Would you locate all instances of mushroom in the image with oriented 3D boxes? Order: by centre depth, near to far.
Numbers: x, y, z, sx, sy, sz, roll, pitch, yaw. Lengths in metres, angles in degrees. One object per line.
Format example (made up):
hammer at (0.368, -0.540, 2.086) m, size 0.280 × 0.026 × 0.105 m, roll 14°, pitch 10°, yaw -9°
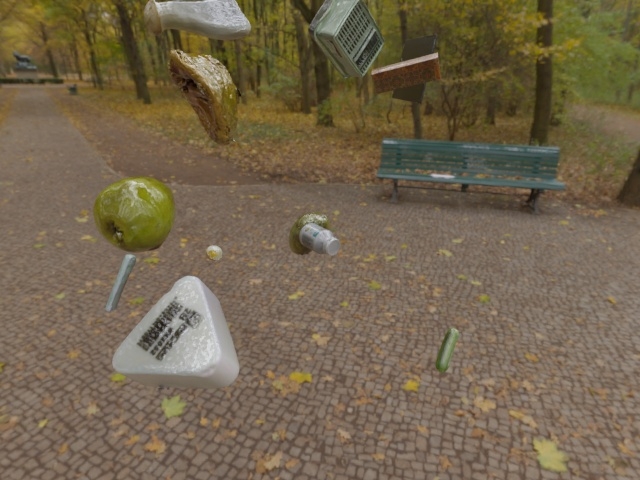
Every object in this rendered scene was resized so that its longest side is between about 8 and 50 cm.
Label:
mushroom at (-0.415, -0.745, 1.409) m, size 0.329 × 0.122 × 0.159 m, roll -14°, pitch 40°, yaw -26°

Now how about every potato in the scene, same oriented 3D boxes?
potato at (-0.075, -0.039, 2.458) m, size 0.210 × 0.307 × 0.173 m, roll -9°, pitch 50°, yaw -49°

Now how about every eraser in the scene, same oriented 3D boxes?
eraser at (-0.392, 0.263, 1.223) m, size 0.332 × 0.150 × 0.331 m, roll -9°, pitch 50°, yaw 11°

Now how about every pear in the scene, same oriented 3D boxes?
pear at (-0.694, -0.121, 1.613) m, size 0.288 × 0.287 × 0.375 m, roll 4°, pitch 40°, yaw 8°

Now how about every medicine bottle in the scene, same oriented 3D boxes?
medicine bottle at (0.000, 0.000, 2.204) m, size 0.135 × 0.135 × 0.215 m, roll -17°, pitch 30°, yaw -37°

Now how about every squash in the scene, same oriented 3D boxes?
squash at (0.614, 0.533, 2.039) m, size 0.066 × 0.066 × 0.228 m, roll 14°, pitch 61°, yaw 30°

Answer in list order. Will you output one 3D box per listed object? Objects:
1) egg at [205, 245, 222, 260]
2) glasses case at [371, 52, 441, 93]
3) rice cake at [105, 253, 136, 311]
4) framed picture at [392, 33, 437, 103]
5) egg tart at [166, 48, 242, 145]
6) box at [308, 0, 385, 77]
egg at (-0.485, 0.056, 1.898) m, size 0.083 × 0.071 × 0.071 m, roll 13°, pitch 25°, yaw 23°
glasses case at (0.284, -0.556, 1.398) m, size 0.218 × 0.075 × 0.049 m, roll -7°, pitch 43°, yaw 19°
rice cake at (-0.665, 0.143, 1.394) m, size 0.033 × 0.207 × 0.033 m, roll 23°, pitch 1°, yaw 27°
framed picture at (0.389, -0.721, 1.774) m, size 0.014 × 0.255 × 0.338 m, roll 6°, pitch 20°, yaw -13°
egg tart at (-0.359, -0.474, 1.378) m, size 0.153 × 0.339 × 0.351 m, roll -33°, pitch 2°, yaw -12°
box at (0.103, -0.791, 1.629) m, size 0.166 × 0.220 × 0.290 m, roll 35°, pitch 3°, yaw 35°
